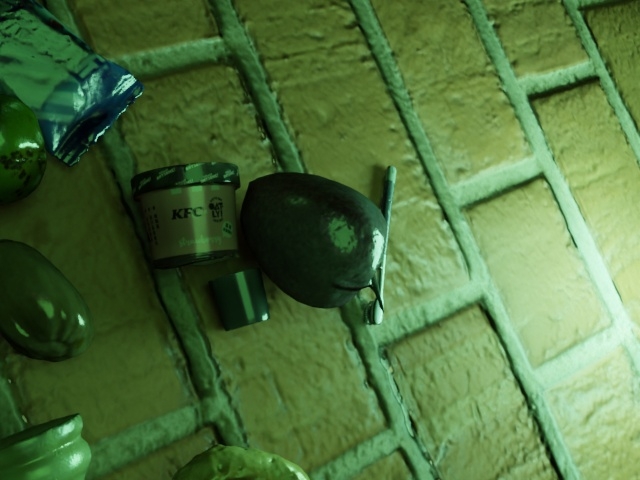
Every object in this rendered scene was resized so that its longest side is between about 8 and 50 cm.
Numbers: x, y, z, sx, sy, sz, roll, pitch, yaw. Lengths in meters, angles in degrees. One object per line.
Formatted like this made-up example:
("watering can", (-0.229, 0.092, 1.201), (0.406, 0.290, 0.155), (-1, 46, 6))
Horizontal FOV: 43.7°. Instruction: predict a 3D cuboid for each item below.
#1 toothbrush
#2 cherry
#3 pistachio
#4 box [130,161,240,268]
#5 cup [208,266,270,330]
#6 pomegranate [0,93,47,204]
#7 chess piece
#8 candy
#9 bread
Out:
("toothbrush", (0.102, 0.005, 1.318), (0.024, 0.026, 0.287), (27, 61, -37))
("cherry", (0.000, 0.000, 1.160), (0.266, 0.213, 0.183), (40, 86, 4))
("pistachio", (-0.364, 0.073, 1.012), (0.185, 0.108, 0.126), (49, 34, 3))
("box", (-0.182, -0.029, 1.117), (0.151, 0.151, 0.135), (-5, 86, -28))
("cup", (-0.109, 0.084, 1.161), (0.100, 0.078, 0.077), (-10, 83, -60))
("pomegranate", (-0.428, -0.120, 1.036), (0.122, 0.169, 0.143), (-39, 131, -56))
("chess piece", (-0.310, 0.347, 0.937), (0.145, 0.144, 0.251), (-19, 88, -30))
("candy", (-0.420, -0.268, 1.108), (0.331, 0.077, 0.187), (42, 62, -12))
("bread", (-0.113, 0.384, 1.024), (0.245, 0.134, 0.244), (7, 74, -25))
